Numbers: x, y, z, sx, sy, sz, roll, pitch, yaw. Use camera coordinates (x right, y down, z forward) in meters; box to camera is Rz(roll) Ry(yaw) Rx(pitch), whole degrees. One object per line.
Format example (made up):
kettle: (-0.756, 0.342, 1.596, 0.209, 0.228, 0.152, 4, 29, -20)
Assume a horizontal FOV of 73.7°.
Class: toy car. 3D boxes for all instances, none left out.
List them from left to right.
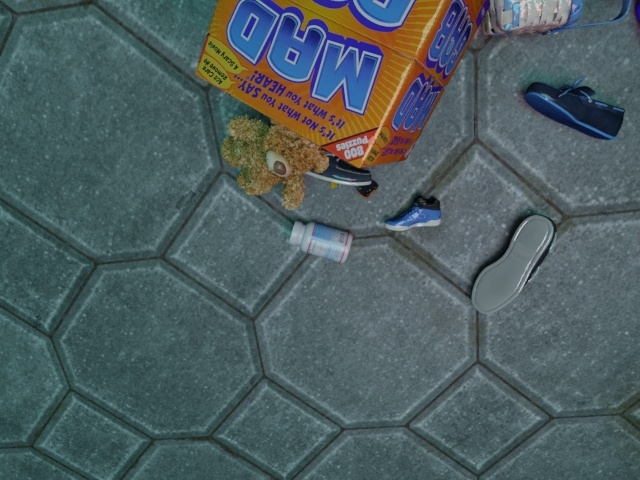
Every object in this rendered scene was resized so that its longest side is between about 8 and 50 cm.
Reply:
toy car: (0.090, -0.145, 1.134, 0.122, 0.060, 0.041, 24, 155, 12)

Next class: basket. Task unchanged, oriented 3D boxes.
basket: (0.476, -0.553, 0.863, 0.288, 0.201, 0.255, -9, 110, 9)

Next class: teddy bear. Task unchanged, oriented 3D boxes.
teddy bear: (-0.133, -0.185, 1.009, 0.338, 0.113, 0.245, 19, 132, 42)

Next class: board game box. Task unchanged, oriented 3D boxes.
board game box: (0.060, -0.386, 0.811, 0.356, 0.356, 0.356, 33, 113, 14)

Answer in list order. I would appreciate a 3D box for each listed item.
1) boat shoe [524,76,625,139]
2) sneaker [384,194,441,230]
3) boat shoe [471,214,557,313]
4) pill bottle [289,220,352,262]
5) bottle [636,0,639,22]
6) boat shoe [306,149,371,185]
boat shoe: (0.597, -0.322, 1.006, 0.258, 0.109, 0.089, 18, 103, -20)
sneaker: (0.242, -0.077, 1.124, 0.152, 0.058, 0.085, -6, 115, 1)
boat shoe: (0.522, 0.072, 1.138, 0.114, 0.091, 0.303, 49, 119, 33)
pill bottle: (0.000, 0.000, 1.154, 0.160, 0.087, 0.087, 17, 110, -2)
bottle: (0.840, -0.531, 0.897, 0.282, 0.092, 0.118, -21, 74, 10)
boat shoe: (0.010, -0.197, 1.080, 0.254, 0.095, 0.079, 15, 105, 14)
